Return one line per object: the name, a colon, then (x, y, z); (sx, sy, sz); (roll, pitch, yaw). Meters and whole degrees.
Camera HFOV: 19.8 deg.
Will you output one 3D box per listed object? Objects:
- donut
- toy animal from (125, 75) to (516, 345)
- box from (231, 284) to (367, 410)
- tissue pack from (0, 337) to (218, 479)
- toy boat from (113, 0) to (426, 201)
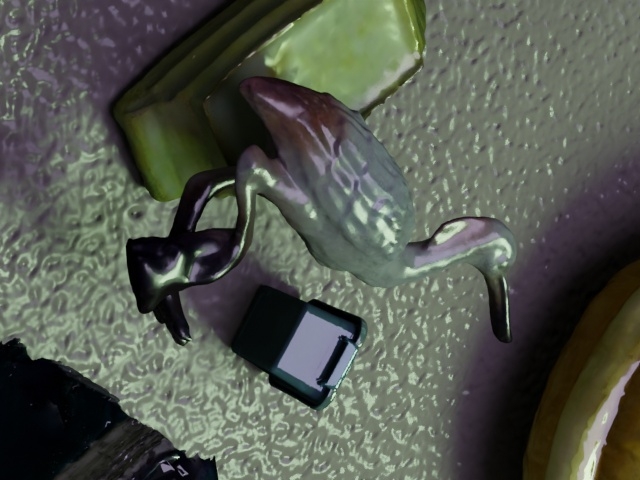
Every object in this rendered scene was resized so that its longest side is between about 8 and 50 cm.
donut: (0.356, 0.196, 1.630); (0.448, 0.198, 0.449); (-14, 113, -36)
toy animal: (0.018, -0.018, 1.241); (0.324, 0.090, 0.195); (1, 123, -29)
box: (-0.019, 0.073, 1.338); (0.054, 0.099, 0.074); (32, 84, -27)
tissue pack: (-0.241, 0.295, 1.117); (0.416, 0.253, 0.264); (-40, 128, -24)
toy boat: (-0.012, -0.128, 1.278); (0.276, 0.084, 0.111); (-39, 128, -23)
